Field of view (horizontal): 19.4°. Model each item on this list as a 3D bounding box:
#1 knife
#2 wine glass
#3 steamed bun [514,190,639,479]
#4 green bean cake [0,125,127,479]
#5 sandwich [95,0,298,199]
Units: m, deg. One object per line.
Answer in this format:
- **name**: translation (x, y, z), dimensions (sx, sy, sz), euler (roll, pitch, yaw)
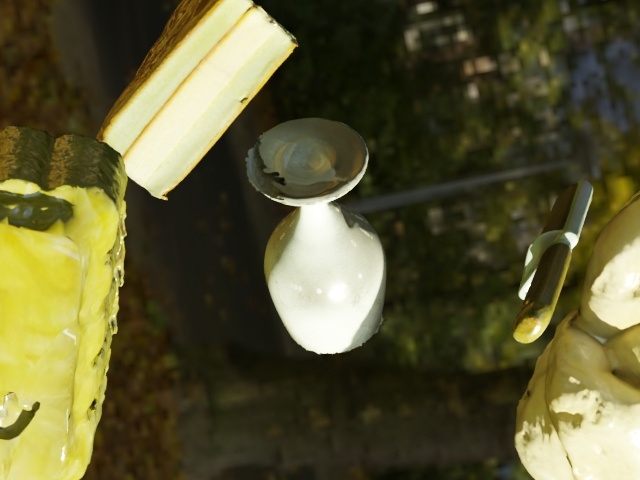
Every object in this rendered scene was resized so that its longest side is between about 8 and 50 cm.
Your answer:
- **knife**: translation (0.153, 0.011, 1.285), dimensions (0.027, 0.061, 0.343), euler (36, 22, 1)
- **wine glass**: translation (0.000, 0.000, 1.843), dimensions (0.241, 0.126, 0.126), euler (83, -1, -48)
- **steamed bun**: translation (0.337, 0.124, 1.597), dimensions (0.324, 0.372, 0.230), euler (17, 19, -40)
- **green bean cake**: translation (-0.249, 0.044, 1.227), dimensions (0.124, 0.233, 0.236), euler (-96, -167, -68)
- **sandwich**: translation (-0.106, -0.120, 1.465), dimensions (0.079, 0.163, 0.113), euler (40, -2, -18)
